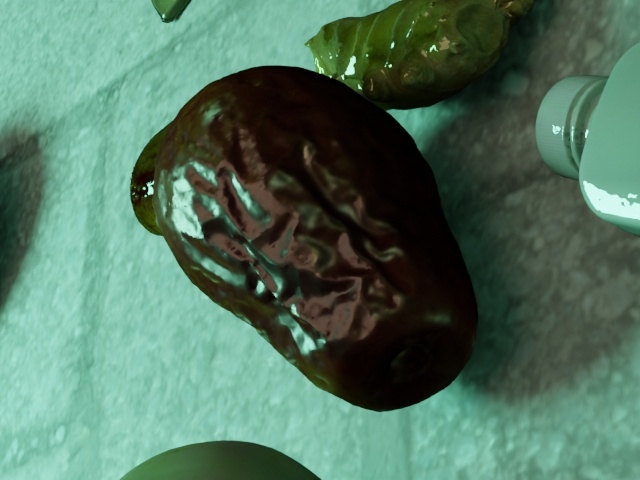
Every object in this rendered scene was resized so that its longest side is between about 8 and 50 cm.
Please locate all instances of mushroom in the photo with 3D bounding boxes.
[{"bbox_3d":[-0.093,-0.053,1.490,0.127,0.087,0.127,-33,28,20],"label":"mushroom"}]

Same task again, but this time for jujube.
[{"bbox_3d":[0.000,0.000,1.242,0.190,0.190,0.255,-50,49,23],"label":"jujube"}]

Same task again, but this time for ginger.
[{"bbox_3d":[0.068,-0.128,1.304,0.205,0.081,0.115,-29,47,39],"label":"ginger"}]

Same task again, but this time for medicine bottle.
[{"bbox_3d":[0.207,-0.058,1.095,0.183,0.069,0.119,13,84,53],"label":"medicine bottle"}]

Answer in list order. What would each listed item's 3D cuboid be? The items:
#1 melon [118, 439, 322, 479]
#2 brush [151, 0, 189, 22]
[{"bbox_3d":[-0.053,0.274,1.128,0.223,0.223,0.317,-37,50,36],"label":"melon"},{"bbox_3d":[-0.078,-0.294,1.625,0.248,0.036,0.043,-51,34,22],"label":"brush"}]
